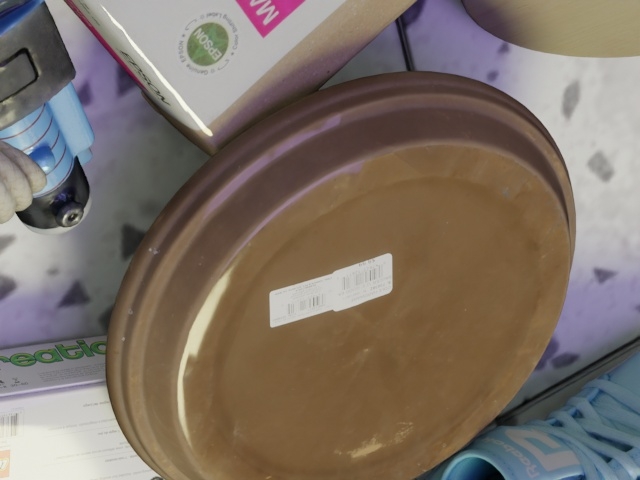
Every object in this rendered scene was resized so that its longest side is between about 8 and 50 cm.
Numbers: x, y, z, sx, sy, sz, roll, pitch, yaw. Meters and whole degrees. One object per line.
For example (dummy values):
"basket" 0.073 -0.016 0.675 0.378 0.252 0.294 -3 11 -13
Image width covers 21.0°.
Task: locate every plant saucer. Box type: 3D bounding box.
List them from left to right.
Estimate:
"plant saucer" 0.023 0.041 0.912 0.278 0.041 0.277 -16 130 -20

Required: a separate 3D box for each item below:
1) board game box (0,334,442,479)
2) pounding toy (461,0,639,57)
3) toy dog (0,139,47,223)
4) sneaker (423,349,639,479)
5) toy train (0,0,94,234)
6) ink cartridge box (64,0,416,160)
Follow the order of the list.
"board game box" -0.067 0.141 0.995 0.305 0.053 0.193 -6 118 -28
"pounding toy" 0.190 -0.186 0.926 0.237 0.110 0.183 -4 161 8
"toy dog" -0.194 -0.172 0.620 0.161 0.334 0.220 -52 156 -18
"sneaker" 0.143 0.159 1.029 0.366 0.135 0.150 -43 144 -28
"toy train" -0.152 -0.072 0.779 0.080 0.105 0.184 -32 146 -12
"ink cartridge box" -0.051 -0.181 0.810 0.193 0.088 0.234 -44 130 -4
